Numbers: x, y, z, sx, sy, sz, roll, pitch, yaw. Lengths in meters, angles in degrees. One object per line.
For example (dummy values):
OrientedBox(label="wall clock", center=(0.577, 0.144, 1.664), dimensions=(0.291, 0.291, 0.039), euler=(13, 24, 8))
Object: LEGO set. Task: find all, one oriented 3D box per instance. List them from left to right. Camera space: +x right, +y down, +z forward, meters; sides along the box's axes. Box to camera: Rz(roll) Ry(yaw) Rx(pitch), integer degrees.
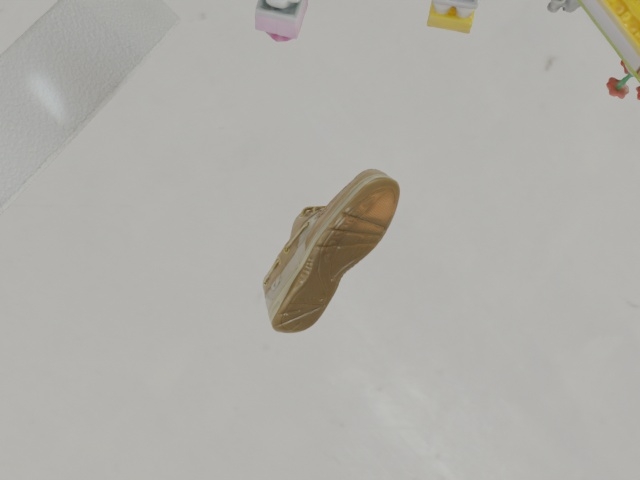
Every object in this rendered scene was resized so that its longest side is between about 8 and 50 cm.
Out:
OrientedBox(label="LEGO set", center=(0.112, -0.121, 0.615), dimensions=(0.287, 0.107, 0.132), euler=(22, 77, 6))

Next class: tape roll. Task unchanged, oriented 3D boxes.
OrientedBox(label="tape roll", center=(-0.262, -0.054, 0.861), dimensions=(0.072, 0.392, 0.392), euler=(44, 75, -13))

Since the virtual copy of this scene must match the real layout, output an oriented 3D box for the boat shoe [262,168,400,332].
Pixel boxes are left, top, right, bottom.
OrientedBox(label="boat shoe", center=(0.000, 0.000, 0.929), dimensions=(0.063, 0.059, 0.170), euler=(12, 125, -41))
